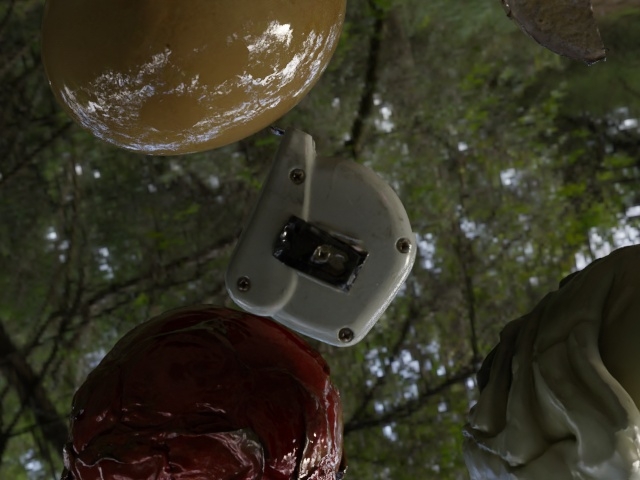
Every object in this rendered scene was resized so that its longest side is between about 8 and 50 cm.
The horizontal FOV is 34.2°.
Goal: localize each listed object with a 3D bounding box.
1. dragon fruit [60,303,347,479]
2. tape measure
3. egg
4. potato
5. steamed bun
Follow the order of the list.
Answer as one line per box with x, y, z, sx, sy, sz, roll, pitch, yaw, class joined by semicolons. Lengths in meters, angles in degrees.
-0.109;0.202;1.053;0.277;0.277;0.342;-8;-166;25;dragon fruit
0.000;0.000;1.457;0.265;0.258;0.130;23;180;4;tape measure
-0.142;-0.255;1.175;0.374;0.301;0.301;-35;-162;-24;egg
0.325;-0.368;1.526;0.138;0.243;0.098;-15;-164;2;potato
0.234;0.131;0.857;0.320;0.206;0.275;-39;157;-11;steamed bun
